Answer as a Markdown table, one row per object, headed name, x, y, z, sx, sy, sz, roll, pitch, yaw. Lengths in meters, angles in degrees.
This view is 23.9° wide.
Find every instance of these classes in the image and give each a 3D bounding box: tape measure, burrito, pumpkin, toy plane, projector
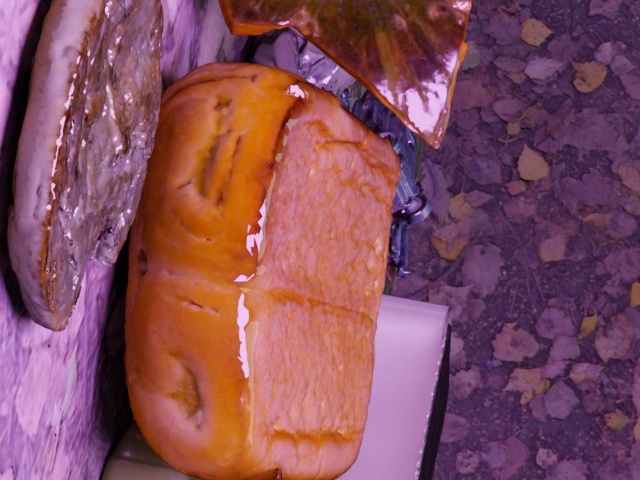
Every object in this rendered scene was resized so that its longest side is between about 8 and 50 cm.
| name | x | y | z | sx | sy | sz | roll | pitch | yaw |
| --- | --- | --- | --- | --- | --- | --- | --- | --- | --- |
| tape measure | -0.132 | 0.219 | 1.272 | 0.154 | 0.088 | 0.177 | 21 | 78 | -76 |
| burrito | 0.002 | -0.211 | 1.566 | 0.445 | 0.101 | 0.139 | -55 | 156 | -70 |
| pumpkin | 0.026 | -0.244 | 1.246 | 0.258 | 0.290 | 0.095 | -59 | 173 | -23 |
| toy plane | 0.063 | -0.095 | 1.571 | 0.223 | 0.104 | 0.326 | 63 | 35 | -37 |
| projector | -0.011 | 0.185 | 1.481 | 0.248 | 0.249 | 0.248 | 85 | 17 | -63 |

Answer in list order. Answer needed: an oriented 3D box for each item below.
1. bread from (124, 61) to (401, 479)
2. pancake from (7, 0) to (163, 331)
| name | x | y | z | sx | sy | sz | roll | pitch | yaw |
| --- | --- | --- | --- | --- | --- | --- | --- | --- | --- |
| bread | -0.054 | 0.039 | 1.224 | 0.337 | 0.148 | 0.328 | 16 | 81 | -69 |
| pancake | -0.146 | -0.070 | 0.966 | 0.253 | 0.037 | 0.253 | 10 | 90 | -83 |
